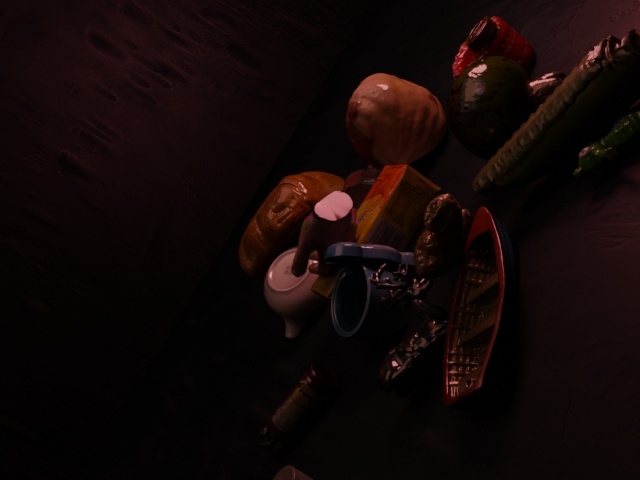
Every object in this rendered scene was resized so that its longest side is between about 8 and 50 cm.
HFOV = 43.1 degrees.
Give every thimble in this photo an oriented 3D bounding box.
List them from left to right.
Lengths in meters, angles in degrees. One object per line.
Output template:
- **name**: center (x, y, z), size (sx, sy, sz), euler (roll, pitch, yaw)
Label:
- **thimble**: center (0.392, -0.411, 1.849), size (0.163, 0.125, 0.190), euler (-41, 22, 43)

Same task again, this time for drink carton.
- **drink carton**: center (0.124, 0.000, 1.872), size (0.351, 0.111, 0.154), euler (-59, 16, -5)

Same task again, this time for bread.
- **bread**: center (-0.083, -0.048, 2.272), size (0.328, 0.148, 0.337), euler (-50, -17, 25)

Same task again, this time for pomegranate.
- **pomegranate**: center (0.364, -0.265, 1.586), size (0.247, 0.202, 0.202), euler (-11, 40, 29)

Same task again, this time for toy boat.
- **toy boat**: center (0.169, -0.201, 2.216), size (0.206, 0.096, 0.282), euler (-26, 20, 44)
- **toy boat**: center (0.267, 0.101, 1.310), size (0.136, 0.079, 0.392), euler (-42, 22, 45)

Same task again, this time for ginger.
- **ginger**: center (0.224, 0.001, 1.462), size (0.333, 0.081, 0.148), euler (11, -87, -74)

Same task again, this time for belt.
- **belt**: center (0.349, -0.451, 1.773), size (0.083, 0.036, 0.059), euler (-57, 18, -14)

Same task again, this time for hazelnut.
- **hazelnut**: center (0.188, -0.285, 2.032), size (0.261, 0.261, 0.241), euler (-40, 36, 45)

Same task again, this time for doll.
- **doll**: center (0.473, -0.161, 1.268), size (0.190, 0.050, 0.115), euler (-41, 11, 27)

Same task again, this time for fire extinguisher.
- **fire extinguisher**: center (-0.057, 0.378, 1.756), size (0.252, 0.075, 0.106), euler (-53, -12, 15)

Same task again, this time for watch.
- **watch**: center (0.094, 0.109, 1.667), size (0.211, 0.210, 0.193), euler (159, 119, -64)

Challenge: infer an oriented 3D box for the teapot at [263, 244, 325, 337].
- **teapot**: center (-0.043, 0.101, 2.122), size (0.204, 0.139, 0.298), euler (12, 64, 44)

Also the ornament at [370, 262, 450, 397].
- **ornament**: center (0.142, 0.148, 1.465), size (0.202, 0.080, 0.236), euler (-46, 40, 8)

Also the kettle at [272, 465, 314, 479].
- **kettle**: center (-0.006, 0.439, 1.329), size (0.127, 0.148, 0.098), euler (-53, 14, 17)

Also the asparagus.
- **asparagus**: center (0.418, -0.198, 1.381), size (0.382, 0.128, 0.108), euler (-49, 57, 38)

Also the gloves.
- **gloves**: center (0.012, 0.002, 1.804), size (0.241, 0.126, 0.145), euler (93, -168, -51)

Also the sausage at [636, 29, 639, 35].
- **sausage**: center (0.574, -0.337, 1.312), size (0.183, 0.054, 0.062), euler (-172, 97, -69)
